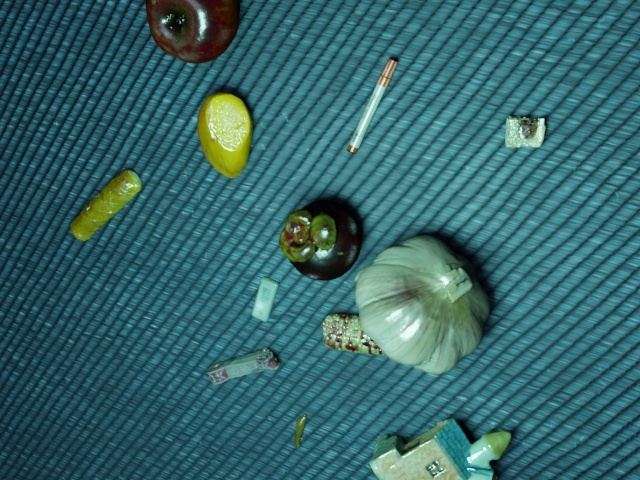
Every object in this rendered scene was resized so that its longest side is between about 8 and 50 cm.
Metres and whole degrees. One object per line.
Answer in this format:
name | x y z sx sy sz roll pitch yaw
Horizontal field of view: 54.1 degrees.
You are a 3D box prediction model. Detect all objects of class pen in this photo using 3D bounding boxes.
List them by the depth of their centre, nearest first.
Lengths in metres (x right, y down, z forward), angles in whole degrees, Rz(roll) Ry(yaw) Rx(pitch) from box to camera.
pen | 0.122 -0.317 1.487 0.028 0.028 0.239 29 111 11

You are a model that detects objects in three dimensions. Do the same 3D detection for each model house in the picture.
model house | 0.331 0.555 1.562 0.325 0.194 0.267 -35 85 9

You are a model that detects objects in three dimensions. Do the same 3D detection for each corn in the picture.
corn | 0.144 0.239 1.579 0.290 0.098 0.098 3 104 16

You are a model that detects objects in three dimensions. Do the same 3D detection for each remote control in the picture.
remote control | -0.151 0.161 1.704 0.053 0.018 0.124 21 109 13

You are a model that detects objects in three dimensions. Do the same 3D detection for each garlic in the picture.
garlic | 0.233 0.146 1.431 0.322 0.241 0.321 -2 76 8

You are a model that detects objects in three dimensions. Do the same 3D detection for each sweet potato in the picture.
sweet potato | -0.060 0.535 1.759 0.026 0.026 0.115 19 111 15

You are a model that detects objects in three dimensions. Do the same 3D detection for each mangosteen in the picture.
mangosteen | 0.000 0.000 1.515 0.210 0.210 0.209 5 104 19

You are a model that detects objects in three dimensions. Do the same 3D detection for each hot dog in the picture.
hot dog | -0.616 -0.094 1.789 0.088 0.061 0.286 44 114 -7

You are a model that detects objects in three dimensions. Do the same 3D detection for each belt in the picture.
belt | -0.216 0.349 1.749 0.232 0.071 0.053 -19 103 26

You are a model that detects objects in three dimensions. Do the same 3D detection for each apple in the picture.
apple | -0.295 -0.532 1.480 0.234 0.234 0.233 5 104 19

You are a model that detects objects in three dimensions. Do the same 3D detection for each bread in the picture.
bread | 0.451 -0.238 1.385 0.083 0.035 0.070 7 106 15

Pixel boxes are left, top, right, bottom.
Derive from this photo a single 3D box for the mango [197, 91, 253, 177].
mango | -0.238 -0.266 1.592 0.141 0.102 0.217 -9 104 -3
